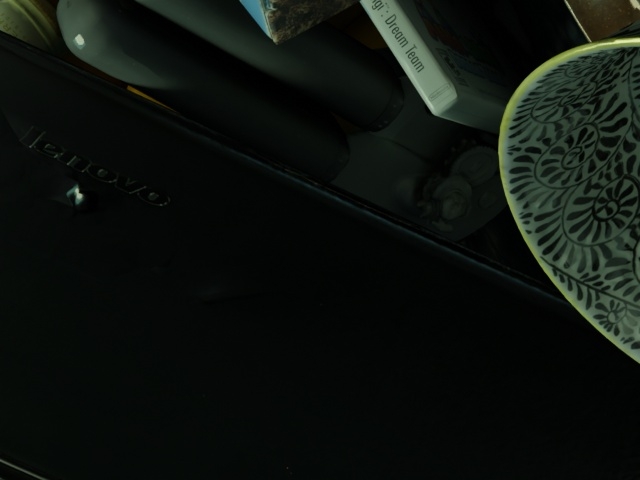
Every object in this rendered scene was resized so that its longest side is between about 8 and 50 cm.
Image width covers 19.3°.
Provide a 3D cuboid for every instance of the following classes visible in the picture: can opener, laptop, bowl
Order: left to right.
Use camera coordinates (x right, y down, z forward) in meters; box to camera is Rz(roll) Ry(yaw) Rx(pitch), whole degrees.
[{"bbox_3d":[-0.033,0.054,1.032,0.382,0.236,0.408,25,-172,-4],"label":"laptop"},{"bbox_3d":[-0.005,-0.071,0.888,0.280,0.074,0.093,24,-152,-43],"label":"can opener"},{"bbox_3d":[0.148,-0.021,0.590,0.170,0.080,0.170,27,148,19],"label":"bowl"}]

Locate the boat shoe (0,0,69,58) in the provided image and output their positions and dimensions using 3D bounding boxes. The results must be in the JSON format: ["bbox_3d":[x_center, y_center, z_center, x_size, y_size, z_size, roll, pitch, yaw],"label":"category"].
[{"bbox_3d":[-0.159,-0.084,0.936,0.056,0.048,0.153,49,162,-5],"label":"boat shoe"}]

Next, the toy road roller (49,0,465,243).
[{"bbox_3d":[-0.029,-0.098,1.022,0.240,0.202,0.329,38,160,28],"label":"toy road roller"}]

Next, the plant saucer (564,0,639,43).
[{"bbox_3d":[0.124,-0.109,0.683,0.168,0.029,0.168,58,168,19],"label":"plant saucer"}]

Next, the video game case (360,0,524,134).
[{"bbox_3d":[0.047,-0.113,0.883,0.143,0.019,0.157,58,-162,13],"label":"video game case"}]

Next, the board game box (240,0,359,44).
[{"bbox_3d":[-0.047,-0.270,0.755,0.291,0.141,0.232,53,168,35],"label":"board game box"}]
